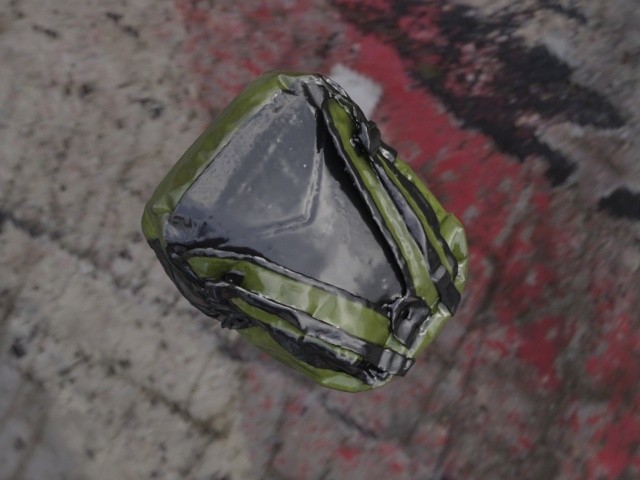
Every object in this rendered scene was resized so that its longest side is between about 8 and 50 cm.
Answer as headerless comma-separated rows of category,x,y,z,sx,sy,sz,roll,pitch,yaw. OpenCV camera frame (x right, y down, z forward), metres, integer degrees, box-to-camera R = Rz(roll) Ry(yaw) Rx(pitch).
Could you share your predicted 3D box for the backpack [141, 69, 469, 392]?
backpack,0.000,0.000,1.443,0.253,0.140,0.207,41,82,-14
